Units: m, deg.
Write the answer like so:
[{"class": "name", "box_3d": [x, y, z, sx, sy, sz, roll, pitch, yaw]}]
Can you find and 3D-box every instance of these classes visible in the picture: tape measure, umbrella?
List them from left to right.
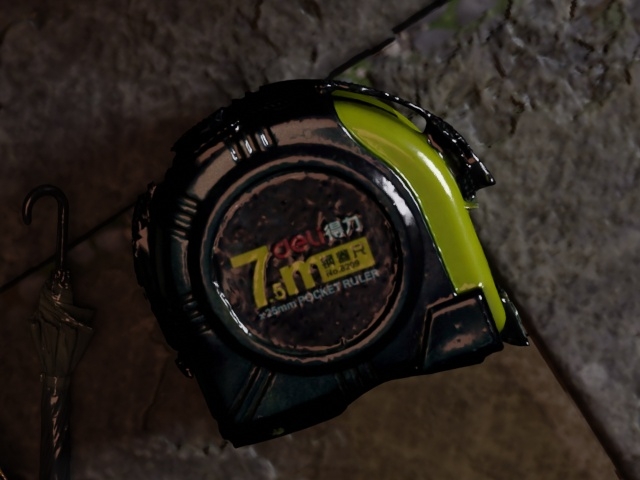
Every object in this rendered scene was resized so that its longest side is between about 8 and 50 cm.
[{"class": "umbrella", "box_3d": [-0.149, 0.097, 1.009, 0.044, 0.044, 0.269, -11, 110, -33]}, {"class": "tape measure", "box_3d": [0.000, 0.000, 0.944, 0.199, 0.112, 0.186, -21, 106, 1]}]

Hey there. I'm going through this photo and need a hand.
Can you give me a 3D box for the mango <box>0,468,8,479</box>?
[{"class": "mango", "box_3d": [-0.223, 0.162, 0.998, 0.105, 0.084, 0.159, -22, 77, 6]}]
